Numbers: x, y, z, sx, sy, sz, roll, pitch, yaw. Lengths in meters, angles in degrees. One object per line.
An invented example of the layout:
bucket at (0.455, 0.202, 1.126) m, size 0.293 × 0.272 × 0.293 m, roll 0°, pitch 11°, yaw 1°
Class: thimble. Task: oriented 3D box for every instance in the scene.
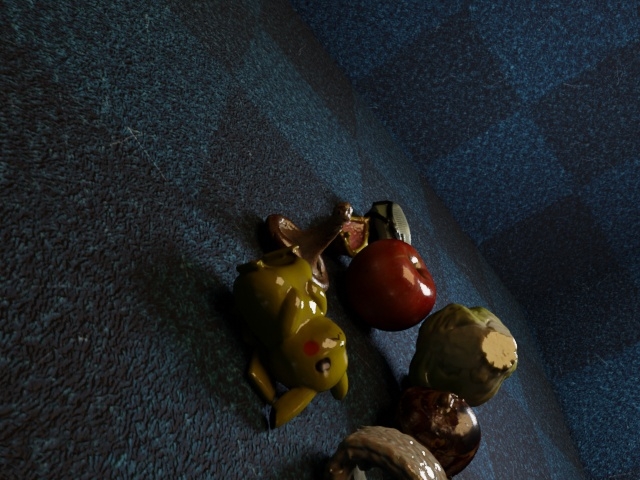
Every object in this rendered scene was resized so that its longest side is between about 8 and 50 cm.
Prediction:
thimble at (0.123, 0.464, 1.082) m, size 0.229 × 0.196 × 0.148 m, roll 34°, pitch 9°, yaw 23°

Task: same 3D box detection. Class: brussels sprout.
brussels sprout at (0.370, 0.296, 1.536) m, size 0.243 × 0.316 × 0.274 m, roll 47°, pitch 36°, yaw -2°

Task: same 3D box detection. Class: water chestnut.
water chestnut at (0.255, 0.462, 1.385) m, size 0.223 × 0.238 × 0.224 m, roll 8°, pitch 46°, yaw -9°

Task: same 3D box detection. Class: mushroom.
mushroom at (0.000, 0.000, 1.378) m, size 0.227 × 0.217 × 0.148 m, roll 53°, pitch 22°, yaw -15°

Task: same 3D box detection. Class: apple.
apple at (0.189, 0.120, 1.630) m, size 0.260 × 0.216 × 0.261 m, roll 44°, pitch 26°, yaw -28°

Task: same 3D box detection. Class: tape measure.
tape measure at (0.205, -0.040, 1.936) m, size 0.207 × 0.115 × 0.235 m, roll 97°, pitch -20°, yaw -55°

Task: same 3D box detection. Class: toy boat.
toy boat at (0.085, -0.018, 1.756) m, size 0.141 × 0.099 × 0.318 m, roll 58°, pitch 19°, yaw 0°

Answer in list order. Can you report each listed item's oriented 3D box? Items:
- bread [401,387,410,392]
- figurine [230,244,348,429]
bread at (0.254, 0.438, 1.587) m, size 0.110 × 0.044 × 0.083 m, roll 13°, pitch 48°, yaw -58°
figurine at (-0.057, 0.178, 1.105) m, size 0.218 × 0.169 × 0.327 m, roll -22°, pitch 78°, yaw -52°
